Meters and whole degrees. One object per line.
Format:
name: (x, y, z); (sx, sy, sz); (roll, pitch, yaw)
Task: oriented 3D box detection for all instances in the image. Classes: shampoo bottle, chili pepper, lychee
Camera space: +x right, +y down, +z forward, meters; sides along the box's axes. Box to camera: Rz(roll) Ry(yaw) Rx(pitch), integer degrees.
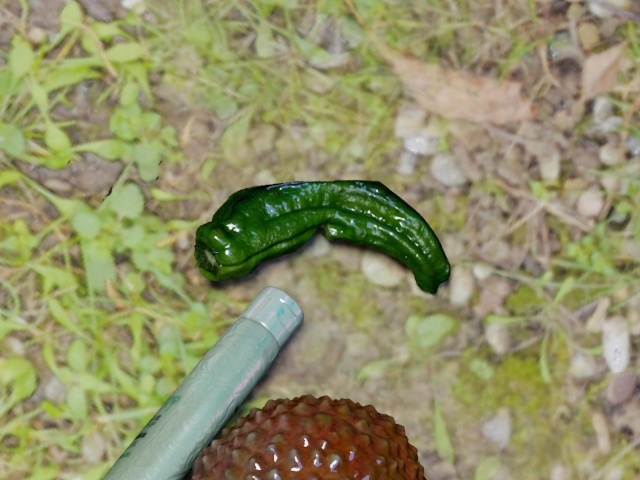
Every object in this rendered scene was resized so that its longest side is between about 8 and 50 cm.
shampoo bottle: (-0.076, 0.107, 1.292); (0.041, 0.069, 0.191); (41, 62, -3)
chili pepper: (0.002, -0.006, 1.356); (0.182, 0.050, 0.073); (2, 65, -16)
lychee: (-0.007, 0.173, 1.241); (0.165, 0.197, 0.165); (-3, 113, -8)
